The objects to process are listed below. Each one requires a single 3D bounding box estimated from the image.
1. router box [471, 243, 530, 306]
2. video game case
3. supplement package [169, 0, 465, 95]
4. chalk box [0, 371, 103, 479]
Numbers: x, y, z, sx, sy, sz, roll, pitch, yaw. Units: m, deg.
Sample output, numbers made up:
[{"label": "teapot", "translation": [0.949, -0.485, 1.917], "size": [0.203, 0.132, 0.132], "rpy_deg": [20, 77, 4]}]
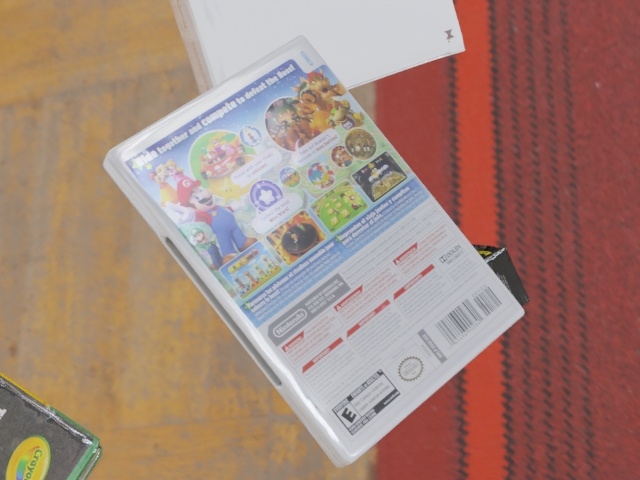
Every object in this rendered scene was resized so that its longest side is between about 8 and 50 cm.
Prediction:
[{"label": "router box", "translation": [0.046, 0.050, 0.900], "size": [0.133, 0.179, 0.046], "rpy_deg": [-29, 100, -16]}, {"label": "video game case", "translation": [0.000, 0.000, 0.416], "size": [0.087, 0.011, 0.122], "rpy_deg": [-36, 86, -30]}, {"label": "supplement package", "translation": [-0.015, -0.256, 1.332], "size": [0.262, 0.145, 0.204], "rpy_deg": [-20, 105, -10]}, {"label": "chalk box", "translation": [-0.275, 0.185, 0.943], "size": [0.289, 0.179, 0.180], "rpy_deg": [35, 73, -3]}]
